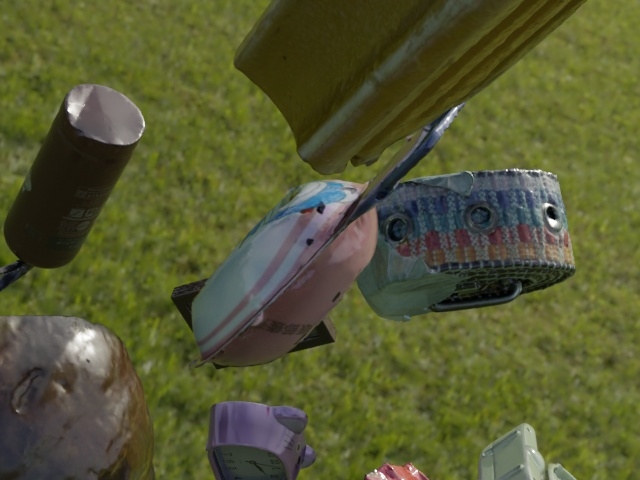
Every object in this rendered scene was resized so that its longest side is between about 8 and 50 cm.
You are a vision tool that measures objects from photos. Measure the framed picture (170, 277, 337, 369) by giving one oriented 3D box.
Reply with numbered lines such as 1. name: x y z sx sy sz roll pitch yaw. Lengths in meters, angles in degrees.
1. framed picture: -0.081 0.091 1.589 0.169 0.128 0.023 -15 33 22

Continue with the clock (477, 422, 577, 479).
1. clock: 0.212 0.261 1.120 0.191 0.062 0.151 51 14 -9

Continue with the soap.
1. soap: 0.056 -0.103 0.493 0.140 0.232 0.073 -30 85 -30

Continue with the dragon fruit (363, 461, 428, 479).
1. dragon fruit: 0.100 0.422 1.730 0.163 0.261 0.189 0 35 -27

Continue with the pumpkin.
1. pumpkin: -0.217 0.158 0.965 0.312 0.148 0.169 6 42 -40

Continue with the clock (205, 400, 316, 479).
1. clock: -0.065 0.235 1.422 0.110 0.152 0.050 0 55 7

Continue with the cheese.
1. cheese: 0.000 0.000 0.857 0.074 0.286 0.189 43 39 -5

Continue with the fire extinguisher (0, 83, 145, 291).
1. fire extinguisher: -0.361 -0.056 1.777 0.114 0.337 0.135 45 40 11

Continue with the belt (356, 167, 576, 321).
1. belt: 0.160 0.004 1.505 0.258 0.207 0.150 -8 75 1
